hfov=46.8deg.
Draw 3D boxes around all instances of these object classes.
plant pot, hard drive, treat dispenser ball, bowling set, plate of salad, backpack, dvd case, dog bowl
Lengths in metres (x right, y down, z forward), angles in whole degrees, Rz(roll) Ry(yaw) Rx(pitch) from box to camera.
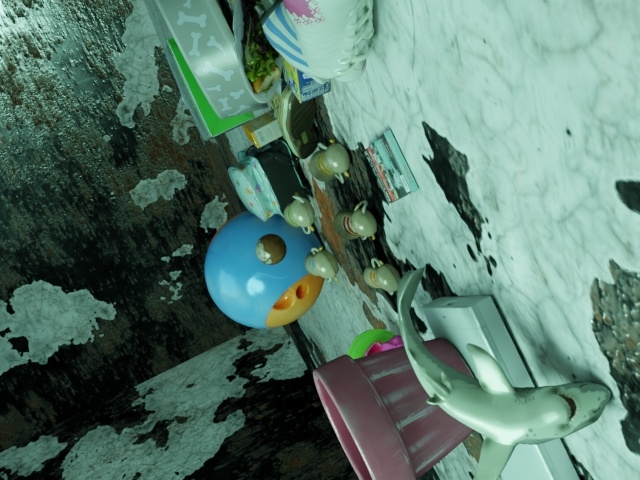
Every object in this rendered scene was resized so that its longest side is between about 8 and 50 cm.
[{"bbox_3d":[0.112,0.226,0.992,0.201,0.180,0.201,62,170,19],"label":"plant pot"},{"bbox_3d":[0.239,0.218,0.964,0.307,0.040,0.203,65,170,1],"label":"hard drive"},{"bbox_3d":[-0.130,0.065,1.757,0.288,0.288,0.288,61,169,20],"label":"treat dispenser ball"},{"bbox_3d":[0.000,0.000,1.230,0.287,0.200,0.154,61,169,-5],"label":"bowling set"},{"bbox_3d":[-0.080,-0.304,1.093,0.200,0.048,0.199,2,-90,-73],"label":"plate of salad"},{"bbox_3d":[-0.118,-0.136,1.634,0.165,0.144,0.188,62,174,-21],"label":"backpack"},{"bbox_3d":[0.094,-0.097,1.004,0.087,0.013,0.119,64,171,1],"label":"dvd case"},{"bbox_3d":[-0.226,-0.400,1.476,0.348,0.102,0.349,64,180,0],"label":"dog bowl"}]

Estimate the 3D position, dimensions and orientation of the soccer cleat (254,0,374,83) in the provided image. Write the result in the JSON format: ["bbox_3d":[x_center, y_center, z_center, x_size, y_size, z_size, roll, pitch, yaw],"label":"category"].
[{"bbox_3d":[0.020,-0.246,0.807,0.143,0.116,0.331,50,175,-13],"label":"soccer cleat"}]

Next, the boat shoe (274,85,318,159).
[{"bbox_3d":[-0.053,-0.211,1.274,0.072,0.068,0.190,42,162,20],"label":"boat shoe"}]

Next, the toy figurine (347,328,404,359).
[{"bbox_3d":[0.146,0.229,1.319,0.173,0.130,0.159,43,160,-3],"label":"toy figurine"}]

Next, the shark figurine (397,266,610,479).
[{"bbox_3d":[0.173,0.154,0.825,0.278,0.116,0.166,35,110,37],"label":"shark figurine"}]

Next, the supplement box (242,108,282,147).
[{"bbox_3d":[-0.091,-0.219,1.403,0.062,0.098,0.036,45,162,58],"label":"supplement box"}]

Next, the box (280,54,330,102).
[{"bbox_3d":[-0.025,-0.278,1.054,0.059,0.054,0.169,59,168,28],"label":"box"}]

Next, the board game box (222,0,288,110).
[{"bbox_3d":[-0.107,-0.355,1.313,0.243,0.042,0.165,62,170,11],"label":"board game box"}]

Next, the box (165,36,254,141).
[{"bbox_3d":[-0.297,-0.403,1.927,0.261,0.127,0.231,66,171,-9],"label":"box"}]
